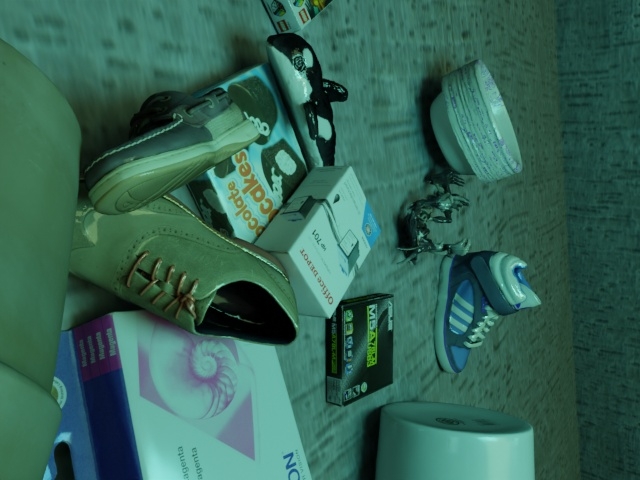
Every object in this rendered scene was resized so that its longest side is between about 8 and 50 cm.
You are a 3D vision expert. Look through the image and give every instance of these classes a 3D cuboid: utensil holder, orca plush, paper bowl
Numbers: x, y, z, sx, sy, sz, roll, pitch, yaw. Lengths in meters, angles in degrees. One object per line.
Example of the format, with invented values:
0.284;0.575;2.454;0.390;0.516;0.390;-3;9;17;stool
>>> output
0.257;0.547;1.009;0.327;0.327;0.386;12;79;-51;utensil holder
0.010;-0.197;0.794;0.102;0.151;0.287;-27;118;-6;orca plush
0.368;-0.273;1.221;0.284;0.148;0.285;38;41;-43;paper bowl

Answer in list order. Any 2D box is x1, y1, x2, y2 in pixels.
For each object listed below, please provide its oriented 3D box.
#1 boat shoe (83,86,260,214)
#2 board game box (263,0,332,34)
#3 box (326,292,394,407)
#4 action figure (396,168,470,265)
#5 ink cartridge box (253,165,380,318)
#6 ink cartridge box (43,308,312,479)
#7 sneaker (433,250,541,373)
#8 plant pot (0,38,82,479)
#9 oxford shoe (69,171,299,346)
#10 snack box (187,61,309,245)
-0.154;-0.108;0.530;0.092;0.102;0.285;57;26;-10;boat shoe
-0.067;-0.507;0.786;0.193;0.053;0.305;-56;131;-35;board game box
0.082;0.208;0.996;0.184;0.045;0.191;-1;92;-49;box
0.270;-0.045;1.151;0.276;0.140;0.164;-54;141;-37;action figure
0.000;0.000;0.764;0.191;0.082;0.140;-57;133;-35;ink cartridge box
-0.158;0.238;0.585;0.330;0.071;0.325;2;66;-52;ink cartridge box
0.420;0.186;1.262;0.130;0.236;0.323;6;86;-51;sneaker
-0.303;0.000;0.332;0.323;0.322;0.281;44;44;-42;plant pot
-0.164;0.027;0.556;0.348;0.130;0.123;21;104;-29;oxford shoe
-0.094;-0.076;0.757;0.187;0.060;0.322;-45;124;-41;snack box
